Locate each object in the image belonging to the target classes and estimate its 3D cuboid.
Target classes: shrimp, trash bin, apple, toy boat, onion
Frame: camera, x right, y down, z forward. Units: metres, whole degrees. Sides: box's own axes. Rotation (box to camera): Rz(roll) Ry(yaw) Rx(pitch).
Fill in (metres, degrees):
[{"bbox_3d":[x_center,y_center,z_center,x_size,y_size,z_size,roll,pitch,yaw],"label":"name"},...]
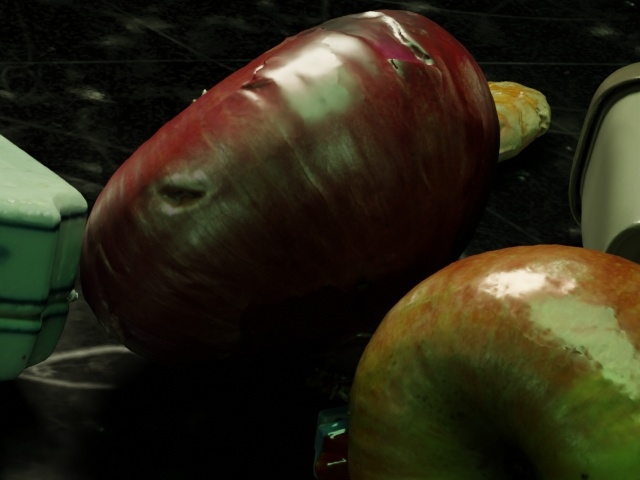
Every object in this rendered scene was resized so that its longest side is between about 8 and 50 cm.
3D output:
[{"bbox_3d":[0.116,-0.105,1.945,0.154,0.062,0.294,14,25,31],"label":"shrimp"},{"bbox_3d":[0.320,-0.005,1.697,0.219,0.219,0.250,12,36,5],"label":"trash bin"},{"bbox_3d":[0.177,0.144,1.323,0.309,0.277,0.250,56,31,10],"label":"apple"},{"bbox_3d":[0.070,0.144,1.479,0.173,0.069,0.059,-8,40,-18],"label":"toy boat"},{"bbox_3d":[0.000,0.000,1.459,0.347,0.347,0.285,-20,74,-42],"label":"onion"}]

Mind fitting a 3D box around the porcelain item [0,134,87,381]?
[{"bbox_3d":[-0.338,-0.005,1.456,0.286,0.157,0.281,5,16,-37],"label":"porcelain item"}]
